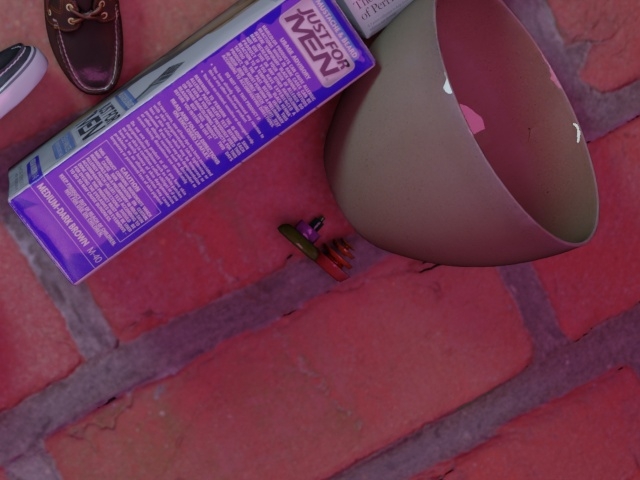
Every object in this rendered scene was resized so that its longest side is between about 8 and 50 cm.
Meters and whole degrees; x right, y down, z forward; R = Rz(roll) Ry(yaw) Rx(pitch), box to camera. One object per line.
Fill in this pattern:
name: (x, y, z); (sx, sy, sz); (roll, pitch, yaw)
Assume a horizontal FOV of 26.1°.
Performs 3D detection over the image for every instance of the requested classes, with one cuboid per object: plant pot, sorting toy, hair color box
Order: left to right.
hair color box: (-0.129, -0.114, 1.294); (0.339, 0.185, 0.110); (-35, 107, -4)
sorting toy: (0.000, 0.000, 1.418); (0.042, 0.061, 0.102); (-49, 131, 0)
plant pot: (0.116, -0.089, 1.342); (0.191, 0.284, 0.284); (-26, 111, 30)

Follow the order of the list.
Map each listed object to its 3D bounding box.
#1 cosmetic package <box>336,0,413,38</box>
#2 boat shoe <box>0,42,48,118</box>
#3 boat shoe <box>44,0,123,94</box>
cosmetic package: (0.113, -0.308, 1.374); (0.239, 0.060, 0.099); (-35, 107, -4)
boat shoe: (-0.366, -0.128, 1.289); (0.229, 0.080, 0.076); (-31, 122, 3)
boat shoe: (-0.229, -0.236, 1.303); (0.073, 0.073, 0.207); (-13, 107, -11)
